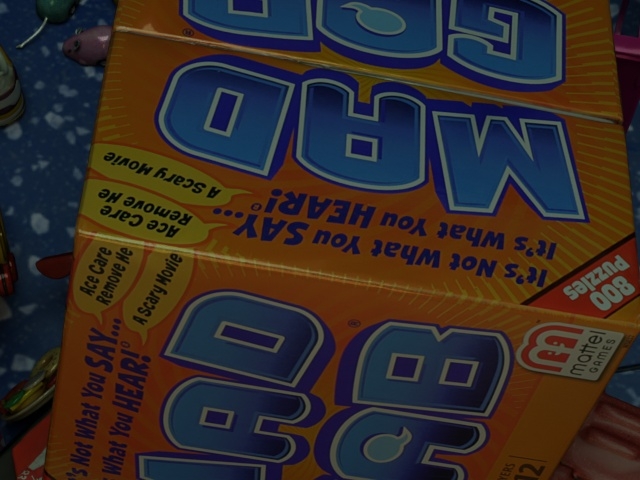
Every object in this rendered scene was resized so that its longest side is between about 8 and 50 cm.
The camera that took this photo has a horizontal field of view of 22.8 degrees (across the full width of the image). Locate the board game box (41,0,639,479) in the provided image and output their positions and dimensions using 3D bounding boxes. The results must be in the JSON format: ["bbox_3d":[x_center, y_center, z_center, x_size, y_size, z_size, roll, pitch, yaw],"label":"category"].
[{"bbox_3d":[0.000,0.000,1.192,0.356,0.356,0.356,9,50,-8],"label":"board game box"}]

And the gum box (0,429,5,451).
[{"bbox_3d":[-0.324,0.137,1.274,0.107,0.188,0.062,-17,64,-9],"label":"gum box"}]

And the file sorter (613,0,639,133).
[{"bbox_3d":[0.150,-0.208,1.453,0.290,0.202,0.182,10,62,4],"label":"file sorter"}]

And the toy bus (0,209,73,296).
[{"bbox_3d":[-0.316,0.001,1.338,0.202,0.191,0.104,-7,98,36],"label":"toy bus"}]

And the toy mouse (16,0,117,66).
[{"bbox_3d":[-0.231,-0.220,1.543,0.143,0.031,0.161,-20,66,-11],"label":"toy mouse"}]

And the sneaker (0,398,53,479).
[{"bbox_3d":[-0.173,0.186,1.319,0.145,0.090,0.270,47,52,-5],"label":"sneaker"}]

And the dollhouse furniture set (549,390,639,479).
[{"bbox_3d":[0.334,0.279,1.215,0.374,0.201,0.152,24,65,11],"label":"dollhouse furniture set"}]

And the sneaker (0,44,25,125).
[{"bbox_3d":[-0.343,-0.195,1.498,0.069,0.084,0.185,-38,70,-18],"label":"sneaker"}]

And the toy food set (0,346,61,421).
[{"bbox_3d":[-0.240,0.123,1.348,0.083,0.082,0.020,-42,104,-18],"label":"toy food set"}]
